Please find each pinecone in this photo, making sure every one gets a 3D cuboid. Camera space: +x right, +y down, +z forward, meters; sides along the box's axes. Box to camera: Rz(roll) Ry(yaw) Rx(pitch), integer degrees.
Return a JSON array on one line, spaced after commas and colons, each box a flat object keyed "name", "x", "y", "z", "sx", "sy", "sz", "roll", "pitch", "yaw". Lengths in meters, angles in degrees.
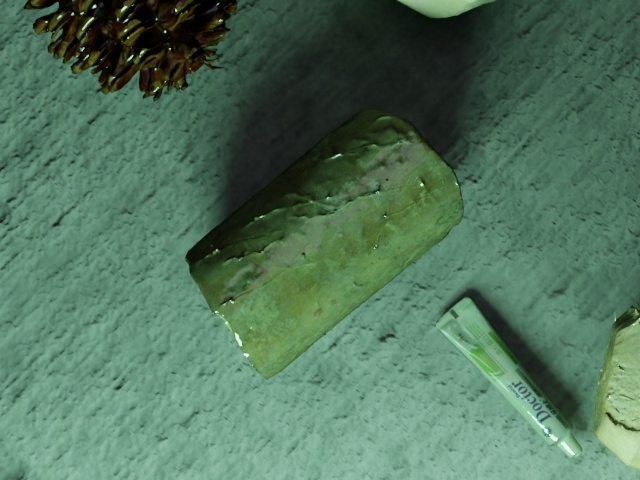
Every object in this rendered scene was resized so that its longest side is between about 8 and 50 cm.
[{"name": "pinecone", "x": -0.184, "y": -0.238, "z": 1.424, "sx": 0.222, "sy": 0.221, "sz": 0.221, "roll": 0, "pitch": 80, "yaw": -1}]

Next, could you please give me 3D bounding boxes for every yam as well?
[{"name": "yam", "x": 0.000, "y": 0.000, "z": 1.409, "sx": 0.268, "sy": 0.161, "sz": 0.161, "roll": -40, "pitch": 83, "yaw": -8}]

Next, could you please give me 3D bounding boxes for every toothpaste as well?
[{"name": "toothpaste", "x": 0.197, "y": 0.144, "z": 1.452, "sx": 0.048, "sy": 0.029, "sz": 0.197, "roll": -39, "pitch": 80, "yaw": -8}]

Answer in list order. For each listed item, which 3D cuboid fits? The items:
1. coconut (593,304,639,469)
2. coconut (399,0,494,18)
[{"name": "coconut", "x": 0.368, "y": 0.156, "z": 1.380, "sx": 0.194, "sy": 0.194, "sz": 0.194, "roll": 0, "pitch": 80, "yaw": -1}, {"name": "coconut", "x": 0.109, "y": -0.350, "z": 1.427, "sx": 0.241, "sy": 0.241, "sz": 0.241, "roll": 0, "pitch": 80, "yaw": -1}]
